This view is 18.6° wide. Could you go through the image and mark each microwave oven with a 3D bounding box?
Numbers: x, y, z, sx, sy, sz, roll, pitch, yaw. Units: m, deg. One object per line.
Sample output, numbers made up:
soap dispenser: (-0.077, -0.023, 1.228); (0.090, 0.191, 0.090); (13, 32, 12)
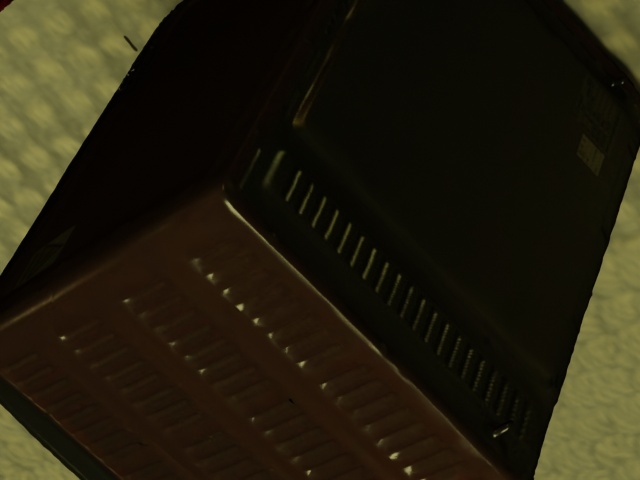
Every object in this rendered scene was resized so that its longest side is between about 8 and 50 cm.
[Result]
microwave oven: (0.000, -0.002, 0.797); (0.178, 0.247, 0.188); (43, 132, -17)

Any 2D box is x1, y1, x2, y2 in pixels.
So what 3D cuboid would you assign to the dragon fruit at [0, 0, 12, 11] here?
dragon fruit: (-0.205, -0.176, 0.710); (0.302, 0.240, 0.330); (-23, 131, 12)
